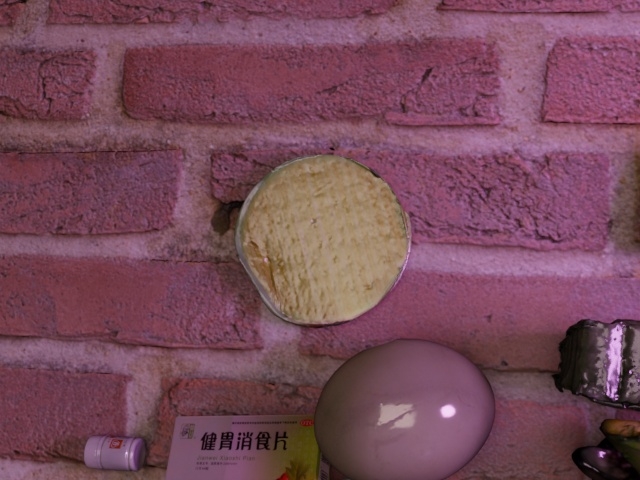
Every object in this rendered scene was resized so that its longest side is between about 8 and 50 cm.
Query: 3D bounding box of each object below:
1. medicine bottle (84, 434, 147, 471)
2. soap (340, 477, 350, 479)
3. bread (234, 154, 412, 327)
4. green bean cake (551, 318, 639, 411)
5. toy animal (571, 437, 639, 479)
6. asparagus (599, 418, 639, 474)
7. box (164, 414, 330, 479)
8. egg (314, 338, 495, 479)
[{"bbox_3d":[-0.343,0.356,1.400,0.089,0.057,0.057,-1,80,12],"label":"medicine bottle"},{"bbox_3d":[0.014,0.447,1.301,0.198,0.066,0.119,-24,73,7],"label":"soap"},{"bbox_3d":[0.004,-0.004,1.399,0.301,0.045,0.301,-2,81,10],"label":"bread"},{"bbox_3d":[0.460,0.177,1.165,0.255,0.241,0.132,6,83,13],"label":"green bean cake"},{"bbox_3d":[0.401,0.387,1.164,0.303,0.194,0.344,35,89,16],"label":"toy animal"},{"bbox_3d":[0.486,0.339,1.023,0.085,0.082,0.343,-43,82,0],"label":"asparagus"},{"bbox_3d":[-0.116,0.365,1.305,0.260,0.062,0.175,-5,60,20],"label":"box"},{"bbox_3d":[0.123,0.255,1.233,0.269,0.219,0.219,-20,76,-10],"label":"egg"}]
